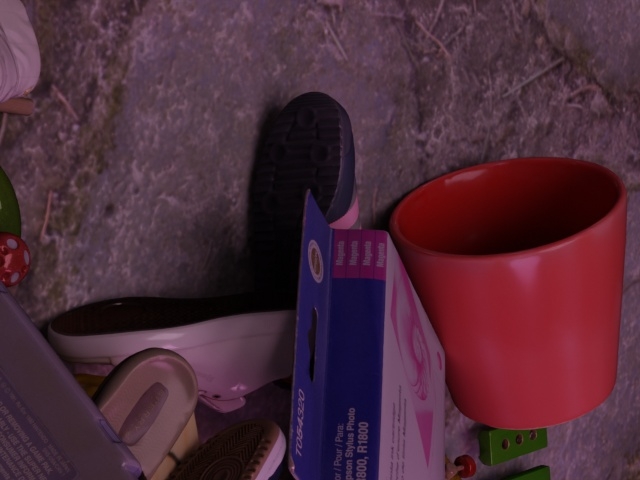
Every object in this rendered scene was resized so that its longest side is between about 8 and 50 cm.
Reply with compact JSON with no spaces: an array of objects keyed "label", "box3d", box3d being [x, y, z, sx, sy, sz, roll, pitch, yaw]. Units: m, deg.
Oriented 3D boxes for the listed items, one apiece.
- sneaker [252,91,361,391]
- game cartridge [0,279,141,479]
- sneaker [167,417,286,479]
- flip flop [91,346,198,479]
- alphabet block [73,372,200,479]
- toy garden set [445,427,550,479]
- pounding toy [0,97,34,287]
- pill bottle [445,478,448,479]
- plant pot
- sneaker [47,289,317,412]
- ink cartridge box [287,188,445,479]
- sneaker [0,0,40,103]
[{"label":"sneaker","box3d":[0.000,0.000,1.964,0.131,0.112,0.319,0,97,-58]},{"label":"game cartridge","box3d":[-0.309,0.169,1.508,0.230,0.355,0.068,-37,160,-9]},{"label":"sneaker","box3d":[-0.092,0.307,1.623,0.153,0.099,0.282,50,61,-32]},{"label":"flip flop","box3d":[-0.181,0.215,1.550,0.112,0.080,0.277,47,64,-31]},{"label":"alphabet block","box3d":[-0.229,0.248,1.692,0.192,0.193,0.197,-20,105,-41]},{"label":"toy garden set","box3d":[0.199,0.346,2.183,0.204,0.049,0.244,-11,100,-43]},{"label":"pounding toy","box3d":[-0.326,-0.036,1.649,0.183,0.110,0.237,13,83,-42]},{"label":"pill bottle","box3d":[0.038,0.352,1.963,0.264,0.153,0.153,-12,99,-42]},{"label":"plant pot","box3d":[0.231,0.065,2.074,0.275,0.275,0.243,-31,120,-37]},{"label":"sneaker","box3d":[-0.134,0.123,1.817,0.290,0.106,0.123,-1,108,-26]},{"label":"ink cartridge box","box3d":[0.058,0.165,1.818,0.330,0.071,0.324,62,25,-51]},{"label":"sneaker","box3d":[-0.369,-0.235,1.620,0.292,0.108,0.169,53,12,0]}]
